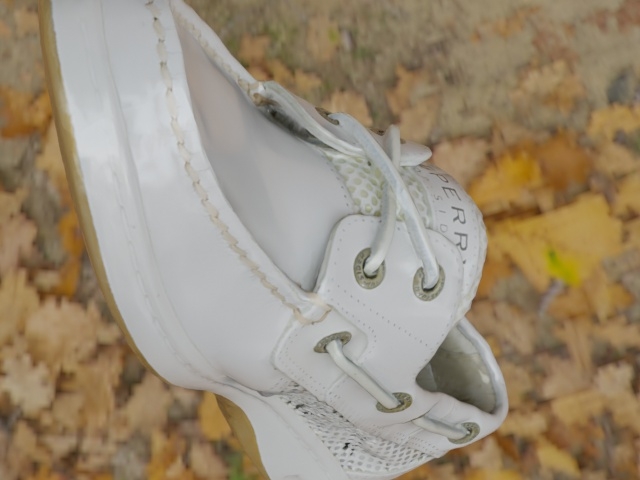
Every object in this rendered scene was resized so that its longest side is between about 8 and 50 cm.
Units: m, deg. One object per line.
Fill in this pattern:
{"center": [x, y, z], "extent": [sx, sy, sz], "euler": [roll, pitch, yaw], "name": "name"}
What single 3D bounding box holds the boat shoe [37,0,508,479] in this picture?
{"center": [0.000, 0.000, 0.573], "extent": [0.096, 0.098, 0.277], "euler": [-14, 155, 10], "name": "boat shoe"}
